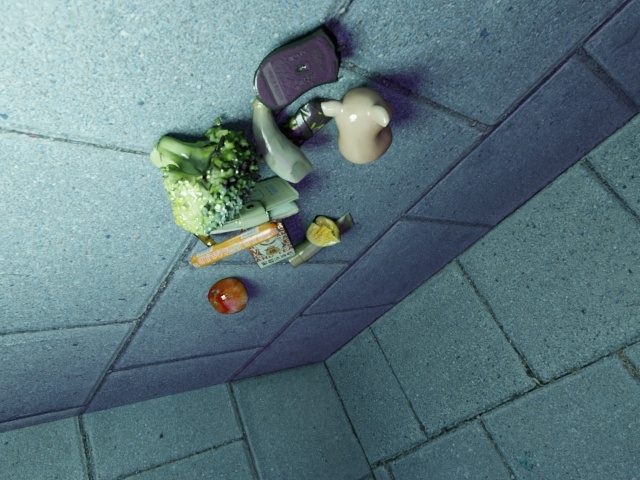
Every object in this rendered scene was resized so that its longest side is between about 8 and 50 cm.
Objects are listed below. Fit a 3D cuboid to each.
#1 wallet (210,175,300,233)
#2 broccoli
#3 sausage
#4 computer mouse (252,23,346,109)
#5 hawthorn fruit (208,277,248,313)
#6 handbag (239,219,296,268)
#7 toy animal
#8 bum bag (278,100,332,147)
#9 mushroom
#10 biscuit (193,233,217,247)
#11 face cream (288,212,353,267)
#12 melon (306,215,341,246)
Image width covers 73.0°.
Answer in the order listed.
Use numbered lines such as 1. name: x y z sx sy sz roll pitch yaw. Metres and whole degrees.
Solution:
1. wallet: -0.239 -0.114 1.398 0.310 0.223 0.077 -19 128 -15
2. broccoli: -0.320 -0.187 1.188 0.281 0.293 0.348 33 156 -17
3. sausage: -0.272 0.015 1.362 0.348 0.053 0.053 -22 155 17
4. computer mouse: -0.058 -0.447 1.106 0.264 0.088 0.147 -25 134 -4
5. hawthorn fruit: -0.413 0.247 1.928 0.173 0.172 0.173 -20 152 -11
6. handbag: -0.213 -0.031 1.631 0.171 0.151 0.298 -22 149 -1
7. toy animal: 0.137 -0.356 1.310 0.195 0.212 0.256 13 149 17
8. bum bag: -0.069 -0.337 1.317 0.232 0.060 0.107 -39 138 19
9. mushroom: -0.125 -0.280 1.238 0.118 0.103 0.270 -51 133 -20
10. biscuit: -0.405 -0.024 1.461 0.039 0.180 0.236 -44 168 -10
11. face cream: 0.000 0.000 1.958 0.341 0.084 0.137 -34 151 -2
12. melon: 0.002 -0.041 1.866 0.160 0.079 0.128 33 126 -27
